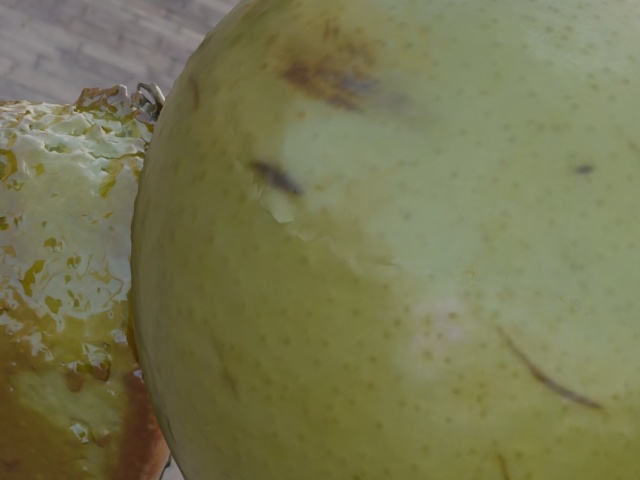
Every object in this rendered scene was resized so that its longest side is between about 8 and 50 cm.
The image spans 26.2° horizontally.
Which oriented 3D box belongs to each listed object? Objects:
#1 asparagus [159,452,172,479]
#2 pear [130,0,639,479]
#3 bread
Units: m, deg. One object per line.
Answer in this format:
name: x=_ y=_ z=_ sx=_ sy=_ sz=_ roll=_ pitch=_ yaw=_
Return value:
asparagus: x=-0.159 y=0.222 z=1.364 sx=0.023 sy=0.233 sz=0.022 roll=-2 pitch=56 yaw=-17
pear: x=0.077 y=0.024 z=0.657 sx=0.348 sy=0.348 sz=0.348 roll=23 pitch=17 yaw=-7
bread: x=-0.205 y=0.056 z=1.021 sx=0.204 sy=0.358 sz=0.337 roll=8 pitch=27 yaw=-20
